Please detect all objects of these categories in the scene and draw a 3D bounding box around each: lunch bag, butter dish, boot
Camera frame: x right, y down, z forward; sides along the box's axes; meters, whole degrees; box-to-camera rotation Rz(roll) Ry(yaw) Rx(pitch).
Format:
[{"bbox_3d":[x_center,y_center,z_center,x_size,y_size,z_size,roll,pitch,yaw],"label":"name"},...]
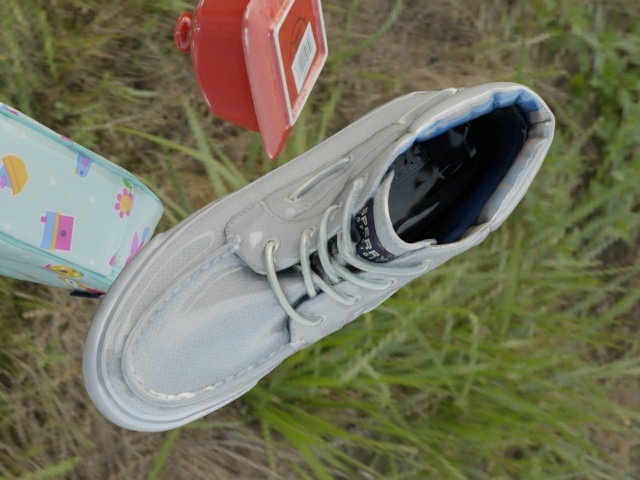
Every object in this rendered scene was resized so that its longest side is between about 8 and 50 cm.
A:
[{"bbox_3d":[-0.288,-0.038,1.189,0.279,0.224,0.107,30,70,-45],"label":"lunch bag"},{"bbox_3d":[-0.069,-0.174,1.204,0.159,0.118,0.160,79,26,-44],"label":"butter dish"},{"bbox_3d":[0.000,0.000,0.694,0.258,0.123,0.095,-41,100,-21],"label":"boot"}]
